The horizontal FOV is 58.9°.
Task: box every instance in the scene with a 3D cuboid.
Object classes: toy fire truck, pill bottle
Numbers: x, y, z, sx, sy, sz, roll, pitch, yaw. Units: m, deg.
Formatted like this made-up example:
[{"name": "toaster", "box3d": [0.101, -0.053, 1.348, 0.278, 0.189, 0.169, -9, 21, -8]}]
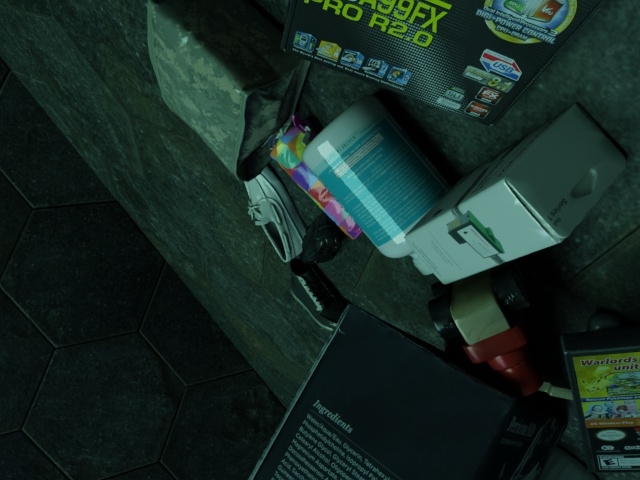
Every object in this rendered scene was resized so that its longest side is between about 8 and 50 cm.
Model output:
[{"name": "toy fire truck", "box3d": [0.283, 0.130, 0.789, 0.158, 0.217, 0.246, -28, 98, 21]}, {"name": "pill bottle", "box3d": [0.106, -0.075, 0.854, 0.264, 0.146, 0.146, 50, 155, -3]}]

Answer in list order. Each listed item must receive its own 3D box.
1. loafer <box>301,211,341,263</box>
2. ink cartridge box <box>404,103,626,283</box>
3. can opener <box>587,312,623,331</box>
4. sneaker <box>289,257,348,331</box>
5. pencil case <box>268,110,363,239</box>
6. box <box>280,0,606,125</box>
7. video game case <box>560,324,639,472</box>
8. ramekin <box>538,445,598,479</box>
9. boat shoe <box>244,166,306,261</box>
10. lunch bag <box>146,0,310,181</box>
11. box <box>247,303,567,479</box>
[{"name": "loafer", "box3d": [0.000, 0.000, 1.239, 0.223, 0.076, 0.078, 123, 140, -71]}, {"name": "ink cartridge box", "box3d": [0.226, -0.047, 0.689, 0.092, 0.160, 0.219, 48, 154, -1]}, {"name": "can opener", "box3d": [0.452, 0.221, 0.853, 0.095, 0.076, 0.283, -4, 132, 19]}, {"name": "sneaker", "box3d": [-0.002, 0.137, 1.411, 0.222, 0.083, 0.118, 33, 151, 32]}, {"name": "pencil case", "box3d": [0.014, -0.112, 1.009, 0.236, 0.104, 0.104, 45, 155, 2]}, {"name": "box", "box3d": [0.109, -0.238, 0.573, 0.270, 0.060, 0.216, 18, 156, -7]}, {"name": "video game case", "box3d": [0.443, 0.185, 0.658, 0.275, 0.035, 0.248, -11, 125, 22]}, {"name": "ramekin", "box3d": [0.464, 0.529, 1.186, 0.273, 0.127, 0.273, 37, 153, 23]}, {"name": "boat shoe", "box3d": [-0.120, -0.069, 1.294, 0.096, 0.088, 0.267, 12, 138, 52]}, {"name": "lunch bag", "box3d": [-0.167, -0.264, 0.993, 0.235, 0.169, 0.287, 44, 151, 10]}, {"name": "box", "box3d": [0.138, 0.418, 0.949, 0.297, 0.471, 0.480, 26, 176, 36]}]
